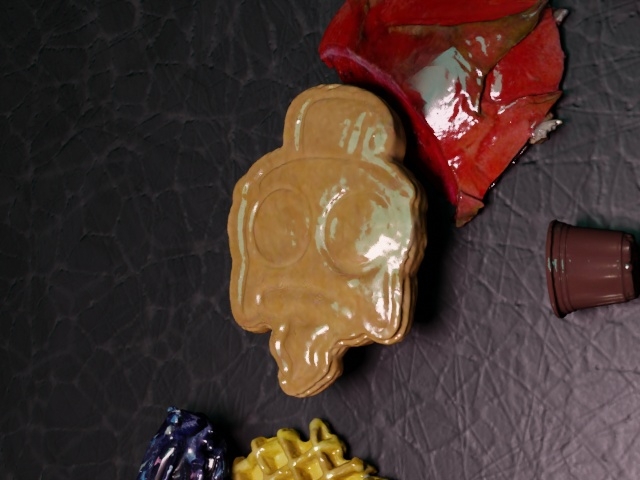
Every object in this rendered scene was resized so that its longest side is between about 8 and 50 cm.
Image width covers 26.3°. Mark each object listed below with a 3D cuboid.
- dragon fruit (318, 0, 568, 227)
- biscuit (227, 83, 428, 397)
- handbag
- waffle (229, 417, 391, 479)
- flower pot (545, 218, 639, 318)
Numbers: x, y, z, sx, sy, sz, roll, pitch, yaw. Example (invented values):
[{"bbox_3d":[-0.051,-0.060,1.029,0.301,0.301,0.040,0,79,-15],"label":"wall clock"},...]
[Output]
[{"bbox_3d":[0.147,-0.228,1.644,0.282,0.100,0.343,-47,61,14],"label":"dragon fruit"},{"bbox_3d":[-0.002,-0.001,1.626,0.269,0.051,0.376,6,87,33],"label":"biscuit"},{"bbox_3d":[-0.189,0.341,1.733,0.113,0.162,0.260,19,92,-4],"label":"handbag"},{"bbox_3d":[-0.009,0.325,1.675,0.219,0.057,0.229,-36,64,23],"label":"waffle"},{"bbox_3d":[0.301,0.029,1.497,0.089,0.111,0.111,-3,80,22],"label":"flower pot"}]
